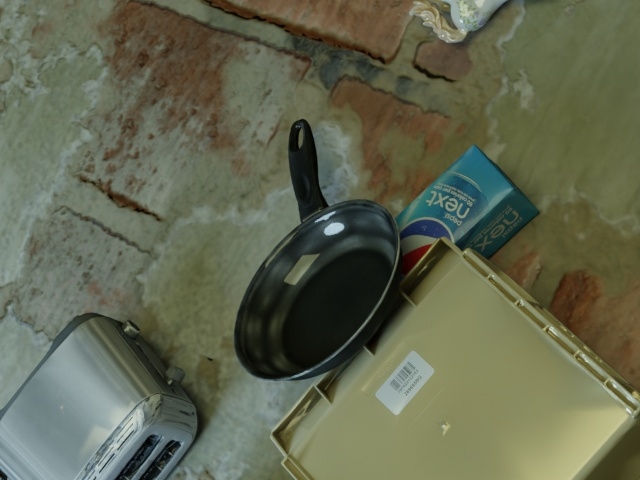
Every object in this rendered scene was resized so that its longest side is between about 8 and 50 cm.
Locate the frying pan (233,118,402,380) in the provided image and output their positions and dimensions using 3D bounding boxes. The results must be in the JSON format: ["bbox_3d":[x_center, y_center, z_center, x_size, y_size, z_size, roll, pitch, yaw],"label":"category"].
[{"bbox_3d":[-0.020,0.022,1.477,0.197,0.053,0.326,-46,32,5],"label":"frying pan"}]

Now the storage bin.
[{"bbox_3d":[0.131,0.177,1.379,0.262,0.123,0.260,-49,58,5],"label":"storage bin"}]

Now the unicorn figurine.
[{"bbox_3d":[0.171,-0.260,1.545,0.162,0.060,0.111,-51,57,23],"label":"unicorn figurine"}]

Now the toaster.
[{"bbox_3d":[-0.233,0.196,1.559,0.146,0.129,0.227,41,93,29],"label":"toaster"}]

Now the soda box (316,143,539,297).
[{"bbox_3d":[0.101,0.011,1.476,0.210,0.071,0.067,-44,58,8],"label":"soda box"}]
